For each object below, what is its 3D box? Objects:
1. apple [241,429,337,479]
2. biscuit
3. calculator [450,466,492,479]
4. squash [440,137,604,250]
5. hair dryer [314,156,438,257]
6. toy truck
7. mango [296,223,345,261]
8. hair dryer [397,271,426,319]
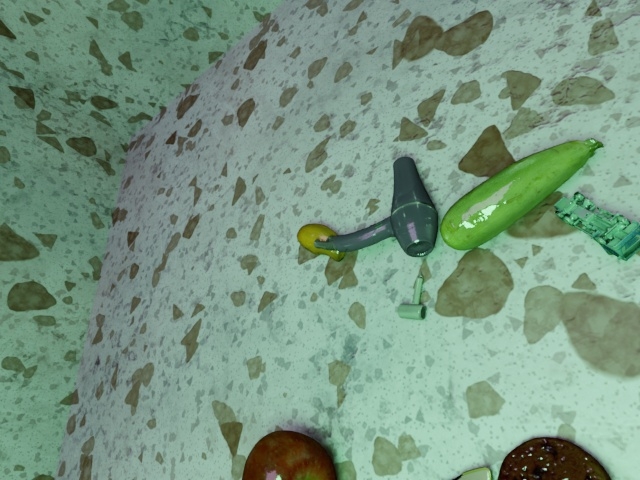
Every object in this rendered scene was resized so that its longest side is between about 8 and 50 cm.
[{"bbox_3d":[-0.080,0.566,0.956,0.230,0.230,0.229,-19,58,34],"label":"apple"},{"bbox_3d":[0.388,0.427,0.678,0.192,0.049,0.192,-31,24,16],"label":"biscuit"},{"bbox_3d":[0.270,0.550,0.773,0.236,0.033,0.157,-46,48,18],"label":"calculator"},{"bbox_3d":[0.425,-0.109,0.895,0.371,0.118,0.118,-39,49,19],"label":"squash"},{"bbox_3d":[0.134,-0.058,1.114,0.361,0.121,0.301,-21,48,24],"label":"hair dryer"},{"bbox_3d":[0.540,-0.029,0.798,0.067,0.081,0.175,-47,27,13],"label":"toy truck"},{"bbox_3d":[0.000,0.000,1.250,0.190,0.075,0.098,24,108,39],"label":"mango"},{"bbox_3d":[0.234,0.135,1.007,0.063,0.038,0.124,-4,61,41],"label":"hair dryer"}]
